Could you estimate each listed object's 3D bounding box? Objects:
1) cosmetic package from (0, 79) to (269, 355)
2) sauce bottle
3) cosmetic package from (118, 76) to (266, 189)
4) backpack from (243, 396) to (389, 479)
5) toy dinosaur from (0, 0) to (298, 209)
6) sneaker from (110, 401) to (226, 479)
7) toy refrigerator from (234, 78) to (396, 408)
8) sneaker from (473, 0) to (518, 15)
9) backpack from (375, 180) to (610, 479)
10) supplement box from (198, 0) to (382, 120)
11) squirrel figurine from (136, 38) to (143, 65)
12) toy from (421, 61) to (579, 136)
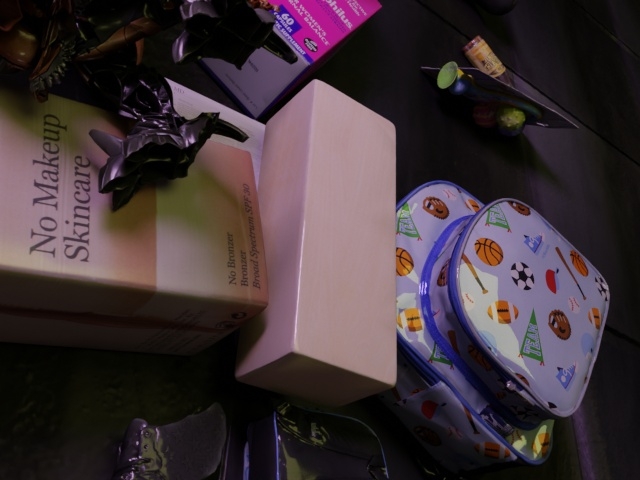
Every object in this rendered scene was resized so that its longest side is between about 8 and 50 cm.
[{"bbox_3d":[-0.198,-0.013,0.496,0.296,0.129,0.153,10,58,-37],"label":"cosmetic package"},{"bbox_3d":[0.301,-0.297,1.193,0.128,0.042,0.042,48,42,-4],"label":"sauce bottle"},{"bbox_3d":[-0.086,-0.071,0.686,0.239,0.060,0.099,22,55,-31],"label":"cosmetic package"},{"bbox_3d":[-0.006,0.195,0.566,0.114,0.084,0.105,16,52,-30],"label":"backpack"},{"bbox_3d":[-0.136,-0.168,0.461,0.322,0.164,0.218,-31,70,-32],"label":"toy dinosaur"},{"bbox_3d":[-0.134,0.173,0.495,0.170,0.051,0.089,1,63,-47],"label":"sneaker"},{"bbox_3d":[0.000,0.000,0.608,0.102,0.094,0.269,23,54,-30],"label":"toy refrigerator"},{"bbox_3d":[0.228,-0.537,1.248,0.146,0.122,0.330,-37,92,-30],"label":"sneaker"},{"bbox_3d":[0.142,0.076,0.700,0.263,0.213,0.276,38,47,-2],"label":"backpack"},{"bbox_3d":[-0.034,-0.255,0.816,0.111,0.114,0.220,47,41,-9],"label":"supplement box"},{"bbox_3d":[-0.327,-0.379,0.570,0.370,0.281,0.397,3,47,-29],"label":"squirrel figurine"},{"bbox_3d":[0.276,-0.206,1.081,0.237,0.137,0.056,23,91,-32],"label":"toy"}]
